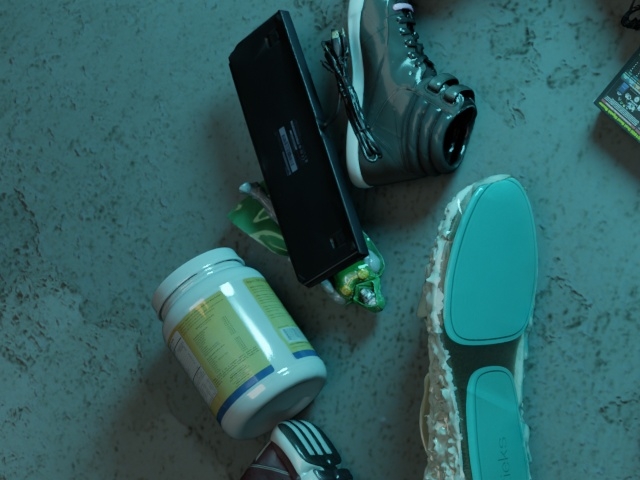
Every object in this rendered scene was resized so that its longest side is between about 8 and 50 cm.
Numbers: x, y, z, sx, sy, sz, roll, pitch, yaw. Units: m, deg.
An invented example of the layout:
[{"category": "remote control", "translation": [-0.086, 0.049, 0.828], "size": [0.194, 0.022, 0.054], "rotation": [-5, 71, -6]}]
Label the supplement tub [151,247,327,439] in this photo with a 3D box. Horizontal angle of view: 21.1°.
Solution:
[{"category": "supplement tub", "translation": [-0.100, 0.123, 2.065], "size": [0.144, 0.144, 0.199], "rotation": [-43, 69, 19]}]

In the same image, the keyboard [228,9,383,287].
[{"category": "keyboard", "translation": [-0.005, -0.123, 2.008], "size": [0.201, 0.033, 0.317], "rotation": [-32, 71, 44]}]

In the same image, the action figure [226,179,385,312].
[{"category": "action figure", "translation": [0.000, 0.000, 2.070], "size": [0.232, 0.063, 0.137], "rotation": [47, 105, 18]}]

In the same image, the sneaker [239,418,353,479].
[{"category": "sneaker", "translation": [-0.007, 0.363, 2.037], "size": [0.162, 0.106, 0.281], "rotation": [-47, 57, 23]}]

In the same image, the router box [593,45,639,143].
[{"category": "router box", "translation": [0.375, -0.147, 1.888], "size": [0.122, 0.038, 0.092], "rotation": [46, 107, 23]}]

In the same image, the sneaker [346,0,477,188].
[{"category": "sneaker", "translation": [0.113, -0.206, 1.999], "size": [0.147, 0.104, 0.295], "rotation": [3, 95, 26]}]

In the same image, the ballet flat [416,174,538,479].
[{"category": "ballet flat", "translation": [0.159, 0.130, 1.943], "size": [0.147, 0.147, 0.408], "rotation": [0, 86, 28]}]

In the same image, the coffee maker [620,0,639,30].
[{"category": "coffee maker", "translation": [0.347, -0.353, 1.868], "size": [0.171, 0.120, 0.178], "rotation": [-36, 70, 25]}]
